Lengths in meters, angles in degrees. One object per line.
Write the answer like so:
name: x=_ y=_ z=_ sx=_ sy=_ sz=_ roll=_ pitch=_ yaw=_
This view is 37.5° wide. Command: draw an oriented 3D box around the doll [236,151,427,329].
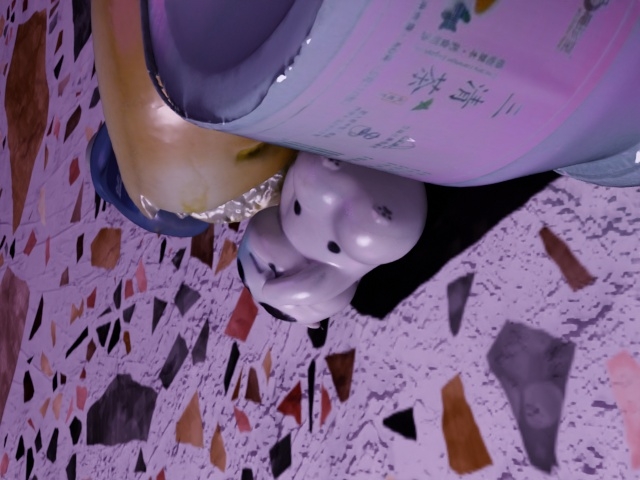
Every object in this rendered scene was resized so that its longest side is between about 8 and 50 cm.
doll: x=0.002 y=-0.003 z=0.731 sx=0.110 sy=0.107 sz=0.181 roll=49 pitch=124 yaw=8

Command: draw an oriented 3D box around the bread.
bread: x=-0.073 y=-0.163 z=0.759 sx=0.333 sy=0.160 sz=0.333 roll=-1 pitch=-90 yaw=-86

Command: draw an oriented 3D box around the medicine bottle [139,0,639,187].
medicine bottle: x=0.085 y=-0.147 z=0.483 sx=0.245 sy=0.290 sz=0.245 roll=-19 pitch=67 yaw=54

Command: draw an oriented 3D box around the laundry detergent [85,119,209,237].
laundry detergent: x=-0.206 y=-0.093 z=1.085 sx=0.290 sy=0.094 sz=0.143 roll=18 pitch=100 yaw=57
